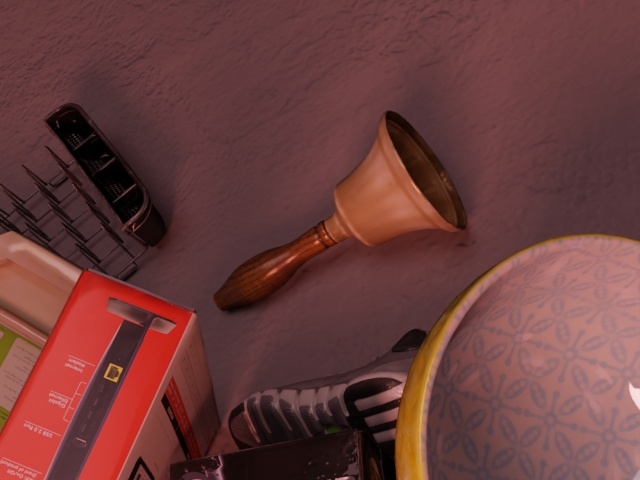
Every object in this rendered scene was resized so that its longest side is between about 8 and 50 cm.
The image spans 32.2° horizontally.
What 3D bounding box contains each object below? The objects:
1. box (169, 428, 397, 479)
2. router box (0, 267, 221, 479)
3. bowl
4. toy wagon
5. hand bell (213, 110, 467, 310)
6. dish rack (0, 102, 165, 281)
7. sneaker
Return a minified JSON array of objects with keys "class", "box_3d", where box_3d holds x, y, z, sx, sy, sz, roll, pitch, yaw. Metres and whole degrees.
[{"class":"box","box_3d":[-0.006,0.214,0.821,0.147,0.180,0.078,-14,57,18]},{"class":"router box","box_3d":[-0.174,0.218,0.803,0.082,0.335,0.301,21,68,6]},{"class":"bowl","box_3d":[0.166,0.152,0.773,0.289,0.289,0.156,-67,14,-21]},{"class":"toy wagon","box_3d":[-0.327,0.166,1.038,0.267,0.068,0.344,27,87,19]},{"class":"hand bell","box_3d":[0.000,0.000,1.021,0.242,0.126,0.126,-34,51,19]},{"class":"dish rack","box_3d":[-0.303,0.007,1.162,0.271,0.074,0.208,-41,51,-2]},{"class":"sneaker","box_3d":[0.034,0.134,0.927,0.228,0.086,0.132,-18,10,45]}]
